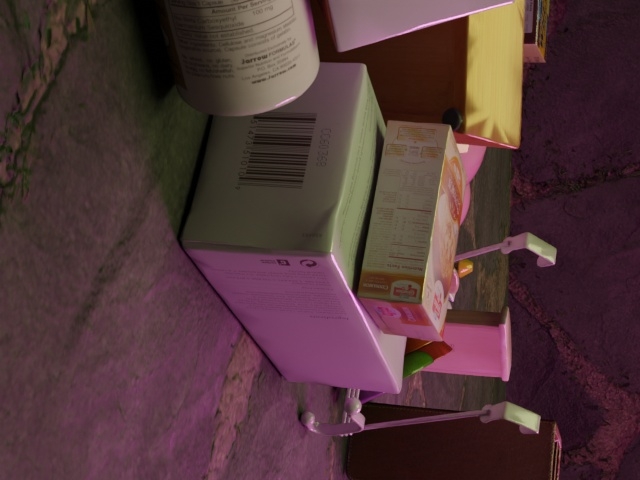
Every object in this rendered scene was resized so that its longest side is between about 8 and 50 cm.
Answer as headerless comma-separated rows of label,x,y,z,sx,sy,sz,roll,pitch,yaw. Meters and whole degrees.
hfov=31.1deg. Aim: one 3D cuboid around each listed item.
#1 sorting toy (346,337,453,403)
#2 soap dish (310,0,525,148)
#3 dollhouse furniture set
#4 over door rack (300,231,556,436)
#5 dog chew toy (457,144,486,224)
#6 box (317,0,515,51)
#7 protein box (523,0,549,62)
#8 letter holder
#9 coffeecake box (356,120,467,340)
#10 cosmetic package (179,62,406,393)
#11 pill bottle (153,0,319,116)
sorting toy,0.098,0.158,1.762,0.126,0.127,0.365,64,18,6
soap dish,0.086,-0.225,1.297,0.118,0.290,0.229,-17,112,-52
dollhouse furniture set,0.245,0.050,2.023,0.303,0.198,0.286,-70,157,-47
over door rack,0.118,0.113,1.417,0.108,0.324,0.240,34,57,-41
dog chew toy,0.119,-0.080,1.575,0.207,0.206,0.332,-71,165,-44
box,0.035,-0.369,1.023,0.215,0.168,0.345,76,-3,-47
protein box,0.332,-0.428,2.227,0.200,0.201,0.136,4,89,-74
letter holder,0.196,0.372,1.720,0.152,0.301,0.215,54,42,-66
coffeecake box,0.097,-0.007,1.167,0.142,0.068,0.186,54,44,-67
cosmetic package,0.000,0.000,1.238,0.385,0.156,0.217,67,31,-59
pill bottle,-0.079,-0.230,0.951,0.131,0.131,0.229,-69,157,-46
